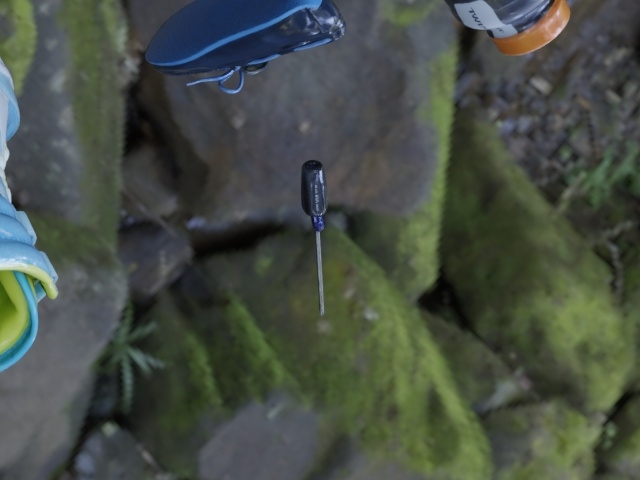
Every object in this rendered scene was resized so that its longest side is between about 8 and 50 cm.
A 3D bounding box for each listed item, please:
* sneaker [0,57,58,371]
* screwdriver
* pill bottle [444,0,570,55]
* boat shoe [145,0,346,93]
[{"bbox_3d":[-0.232,-0.017,1.028,0.127,0.208,0.319,-35,180,12],"label":"sneaker"},{"bbox_3d":[0.000,0.000,1.444,0.025,0.024,0.170,-35,137,-28],"label":"screwdriver"},{"bbox_3d":[0.163,-0.306,1.670,0.130,0.130,0.246,-42,120,-9],"label":"pill bottle"},{"bbox_3d":[-0.085,-0.210,1.776,0.089,0.258,0.109,38,63,-37],"label":"boat shoe"}]
